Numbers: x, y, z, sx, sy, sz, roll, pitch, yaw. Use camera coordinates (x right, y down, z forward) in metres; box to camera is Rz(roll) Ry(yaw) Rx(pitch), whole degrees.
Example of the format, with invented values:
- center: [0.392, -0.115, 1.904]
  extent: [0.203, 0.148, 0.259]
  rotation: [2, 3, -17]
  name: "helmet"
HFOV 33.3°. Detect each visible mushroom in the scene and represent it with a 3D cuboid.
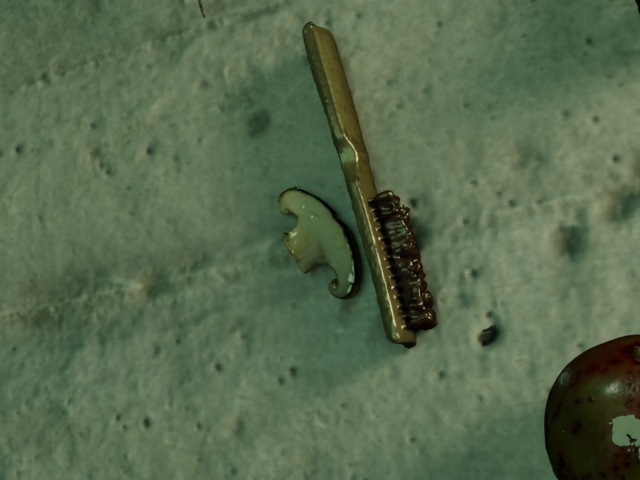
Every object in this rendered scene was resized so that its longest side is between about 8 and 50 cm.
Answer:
- center: [0.000, 0.000, 0.791]
  extent: [0.049, 0.019, 0.101]
  rotation: [-37, 66, 15]
  name: "mushroom"

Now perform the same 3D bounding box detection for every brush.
- center: [0.037, -0.046, 0.770]
  extent: [0.036, 0.043, 0.248]
  rotation: [-19, 74, 15]
  name: "brush"

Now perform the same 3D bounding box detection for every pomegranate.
- center: [0.193, 0.119, 0.627]
  extent: [0.130, 0.130, 0.130]
  rotation: [-4, 81, 25]
  name: "pomegranate"

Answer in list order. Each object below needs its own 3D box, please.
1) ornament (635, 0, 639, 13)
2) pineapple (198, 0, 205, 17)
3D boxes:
- center: [0.247, -0.252, 0.677]
  extent: [0.088, 0.081, 0.203]
  rotation: [9, 86, 25]
  name: "ornament"
- center: [-0.117, -0.371, 0.827]
  extent: [0.158, 0.161, 0.335]
  rotation: [24, 90, 24]
  name: "pineapple"
